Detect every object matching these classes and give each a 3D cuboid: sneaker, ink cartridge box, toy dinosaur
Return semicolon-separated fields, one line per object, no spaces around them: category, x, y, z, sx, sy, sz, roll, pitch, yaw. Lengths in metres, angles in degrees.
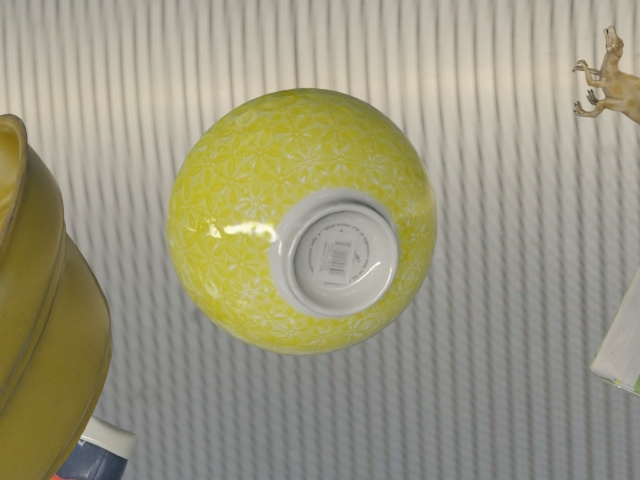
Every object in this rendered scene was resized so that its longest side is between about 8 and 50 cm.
sneaker;-0.342;0.285;1.897;0.131;0.350;0.148;27;76;-18
ink cartridge box;0.363;0.075;1.470;0.097;0.255;0.188;26;90;-1
toy dinosaur;0.350;-0.167;1.788;0.093;0.053;0.183;-3;136;39

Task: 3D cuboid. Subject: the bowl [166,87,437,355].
bowl;0.000;0.000;1.539;0.290;0.156;0.289;-5;108;-15

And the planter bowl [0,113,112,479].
planter bowl;-0.157;0.058;0.683;0.090;0.217;0.217;32;119;-26
